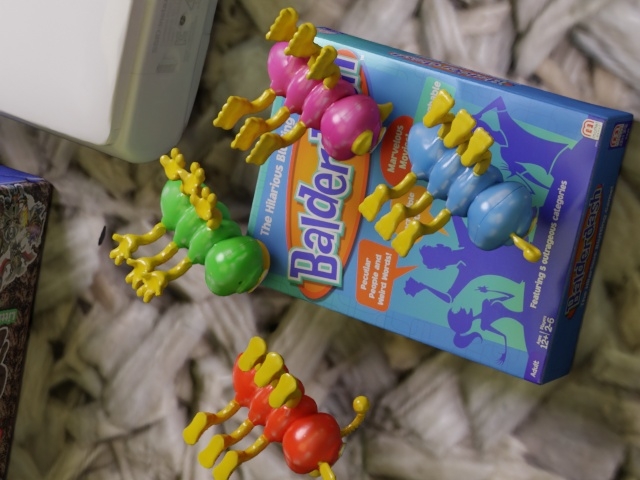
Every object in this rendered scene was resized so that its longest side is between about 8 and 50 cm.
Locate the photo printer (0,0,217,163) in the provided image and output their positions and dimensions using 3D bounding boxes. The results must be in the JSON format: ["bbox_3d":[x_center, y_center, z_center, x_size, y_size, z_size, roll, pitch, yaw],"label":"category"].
[{"bbox_3d":[-0.206,-0.213,1.209,0.307,0.107,0.256,21,106,25],"label":"photo printer"}]

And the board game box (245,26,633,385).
[{"bbox_3d":[0.063,-0.024,1.118,0.210,0.047,0.160,18,105,27],"label":"board game box"}]

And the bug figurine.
[{"bbox_3d":[0.000,0.000,1.087,0.216,0.072,0.279,51,122,22],"label":"bug figurine"}]

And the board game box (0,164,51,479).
[{"bbox_3d":[-0.337,0.074,1.297,0.232,0.141,0.291,17,104,26],"label":"board game box"}]
